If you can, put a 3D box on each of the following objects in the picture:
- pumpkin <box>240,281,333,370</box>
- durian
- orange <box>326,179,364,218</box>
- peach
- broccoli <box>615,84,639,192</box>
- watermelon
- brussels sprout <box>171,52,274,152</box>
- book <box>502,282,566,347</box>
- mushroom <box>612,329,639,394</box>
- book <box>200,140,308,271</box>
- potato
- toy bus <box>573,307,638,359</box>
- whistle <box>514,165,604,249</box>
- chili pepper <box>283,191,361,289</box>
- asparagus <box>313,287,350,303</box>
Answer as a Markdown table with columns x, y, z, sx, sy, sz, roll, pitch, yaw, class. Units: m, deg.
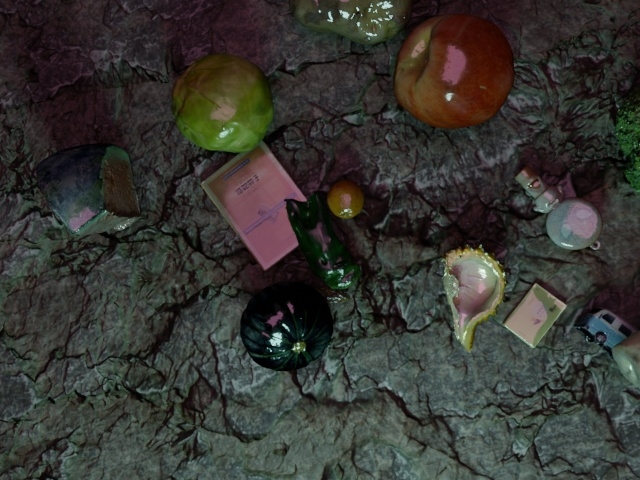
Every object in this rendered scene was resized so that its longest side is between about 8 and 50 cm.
| x | y | z | sx | sy | sz | roll | pitch | yaw | class |
| --- | --- | --- | --- | --- | --- | --- | --- | --- | --- |
| -0.065 | 0.172 | 1.243 | 0.194 | 0.194 | 0.150 | -24 | 57 | 4 | pumpkin |
| 0.301 | 0.112 | 1.261 | 0.140 | 0.078 | 0.224 | 3 | 97 | -6 | durian |
| 0.052 | -0.085 | 1.297 | 0.085 | 0.085 | 0.085 | 0 | 86 | 6 | orange |
| 0.276 | -0.327 | 1.232 | 0.232 | 0.257 | 0.232 | -15 | 69 | 47 | peach |
| 0.728 | -0.219 | 1.133 | 0.321 | 0.310 | 0.413 | 5 | 52 | 0 | broccoli |
| -0.448 | -0.102 | 1.279 | 0.148 | 0.318 | 0.226 | -35 | 124 | -2 | watermelon |
| -0.203 | -0.286 | 1.293 | 0.223 | 0.161 | 0.223 | 0 | 93 | 9 | brussels sprout |
| 0.437 | 0.153 | 1.270 | 0.077 | 0.014 | 0.111 | 38 | 90 | 7 | book |
| 0.706 | 0.161 | 1.108 | 0.336 | 0.314 | 0.314 | -30 | 83 | 3 | mushroom |
| -0.124 | -0.078 | 1.343 | 0.170 | 0.018 | 0.241 | -38 | 84 | 1 | book |
| 0.063 | -0.502 | 1.291 | 0.262 | 0.165 | 0.165 | 15 | 87 | 3 | potato |
| 0.576 | 0.184 | 1.231 | 0.123 | 0.060 | 0.075 | 38 | 86 | 5 | toy bus |
| 0.484 | -0.064 | 1.264 | 0.107 | 0.057 | 0.220 | -46 | 78 | 15 | whistle |
| 0.000 | 0.000 | 1.291 | 0.098 | 0.061 | 0.224 | -31 | 92 | 9 | chili pepper |
| -0.019 | 0.115 | 1.312 | 0.165 | 0.030 | 0.036 | 4 | 62 | 8 | asparagus |
